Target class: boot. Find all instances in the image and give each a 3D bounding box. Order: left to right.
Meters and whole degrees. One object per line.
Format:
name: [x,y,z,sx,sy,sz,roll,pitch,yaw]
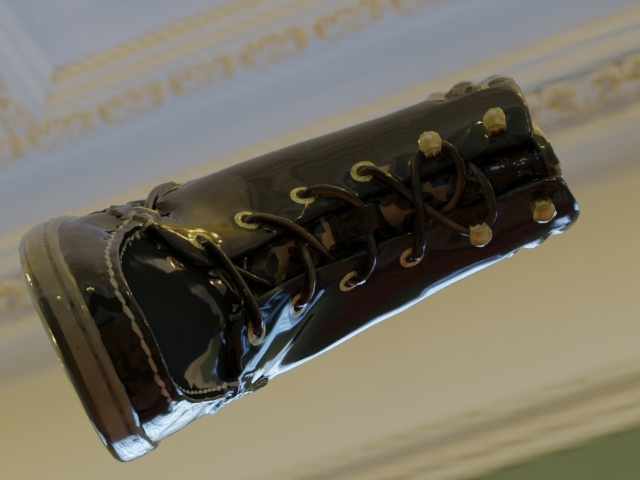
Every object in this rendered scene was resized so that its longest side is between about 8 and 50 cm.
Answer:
boot: [-0.001,-0.002,0.667,0.178,0.236,0.085,-24,-89,5]
